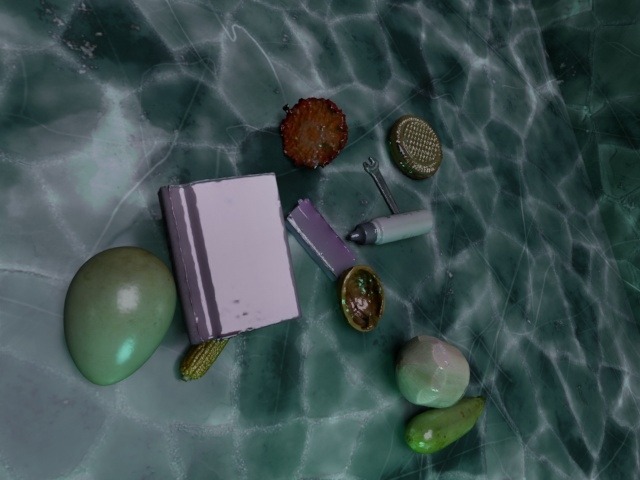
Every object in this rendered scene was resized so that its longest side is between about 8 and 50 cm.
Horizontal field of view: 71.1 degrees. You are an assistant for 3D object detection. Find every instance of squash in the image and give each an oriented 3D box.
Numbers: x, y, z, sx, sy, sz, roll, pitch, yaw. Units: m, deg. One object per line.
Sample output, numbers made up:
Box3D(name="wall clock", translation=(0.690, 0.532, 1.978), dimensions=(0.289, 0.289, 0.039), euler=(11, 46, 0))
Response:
Box3D(name="squash", translation=(0.410, 0.578, 1.426), dimensions=(0.370, 0.118, 0.118), euler=(-5, 79, -37))

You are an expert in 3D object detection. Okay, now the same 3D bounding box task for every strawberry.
Box3D(name="strawberry", translation=(-0.002, -0.334, 1.417), dimensions=(0.178, 0.234, 0.234), euler=(-9, 80, -64))

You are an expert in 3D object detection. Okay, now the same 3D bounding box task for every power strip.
Box3D(name="power strip", translation=(0.000, 0.000, 1.377), dimensions=(0.279, 0.037, 0.109), euler=(50, 57, -10))

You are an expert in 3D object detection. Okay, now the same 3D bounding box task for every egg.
Box3D(name="egg", translation=(-0.431, 0.158, 0.958), dimensions=(0.218, 0.218, 0.295), euler=(19, 78, -27))

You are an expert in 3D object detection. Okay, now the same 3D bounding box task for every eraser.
Box3D(name="eraser", translation=(-0.211, 0.036, 1.061), dimensions=(0.272, 0.122, 0.359), euler=(-12, 91, -25))

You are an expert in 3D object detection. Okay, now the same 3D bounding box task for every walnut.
Box3D(name="walnut", translation=(0.110, 0.169, 1.363), dimensions=(0.167, 0.087, 0.211), euler=(-27, 107, -32))

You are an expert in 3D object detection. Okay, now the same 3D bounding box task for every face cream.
Box3D(name="face cream", translation=(0.228, -0.038, 1.490), dimensions=(0.311, 0.092, 0.092), euler=(-13, 83, -26))

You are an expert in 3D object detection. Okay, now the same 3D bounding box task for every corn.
Box3D(name="corn", translation=(-0.273, 0.260, 1.114), dimensions=(0.068, 0.068, 0.207), euler=(45, 58, -14))

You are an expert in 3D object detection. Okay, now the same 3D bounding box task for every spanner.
Box3D(name="spanner", translation=(0.239, -0.159, 1.585), dimensions=(0.071, 0.017, 0.302), euler=(-31, 93, -33))

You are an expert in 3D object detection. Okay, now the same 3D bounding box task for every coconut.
Box3D(name="coconut", translation=(0.328, 0.395, 1.367), dimensions=(0.234, 0.224, 0.224), euler=(28, 63, -20))

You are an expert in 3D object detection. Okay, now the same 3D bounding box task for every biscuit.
Box3D(name="biscuit", translation=(0.358, -0.349, 1.674), dimensions=(0.259, 0.079, 0.259), euler=(9, 72, -30))
